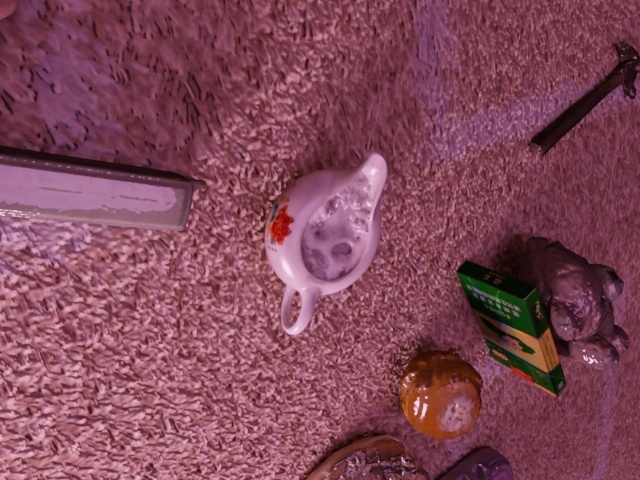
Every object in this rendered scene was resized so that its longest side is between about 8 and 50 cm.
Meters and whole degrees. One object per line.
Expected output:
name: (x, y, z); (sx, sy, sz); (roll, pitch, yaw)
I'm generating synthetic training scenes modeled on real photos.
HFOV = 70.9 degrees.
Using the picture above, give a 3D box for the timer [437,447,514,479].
timer: (0.291, 0.514, 0.863); (0.209, 0.069, 0.190); (-23, 112, -23)

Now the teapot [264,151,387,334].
teapot: (0.000, 0.000, 0.524); (0.145, 0.092, 0.226); (17, 96, -31)

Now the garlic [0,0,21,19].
garlic: (-0.299, -0.202, 0.287); (0.174, 0.099, 0.124); (44, 65, -32)

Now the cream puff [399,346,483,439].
cream puff: (0.181, 0.233, 0.694); (0.127, 0.103, 0.143); (-20, 114, -11)

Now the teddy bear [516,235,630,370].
teddy bear: (0.426, 0.105, 0.768); (0.151, 0.235, 0.267); (-19, 137, 21)

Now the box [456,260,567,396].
box: (0.312, 0.144, 0.730); (0.034, 0.132, 0.235); (-40, 121, -15)

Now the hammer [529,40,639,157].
hammer: (0.460, -0.233, 0.776); (0.297, 0.027, 0.125); (-39, 121, -16)

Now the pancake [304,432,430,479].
pancake: (0.068, 0.434, 0.715); (0.283, 0.049, 0.282); (-8, 107, -28)

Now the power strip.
power strip: (-0.235, -0.048, 0.376); (0.273, 0.078, 0.052); (6, 103, -33)
